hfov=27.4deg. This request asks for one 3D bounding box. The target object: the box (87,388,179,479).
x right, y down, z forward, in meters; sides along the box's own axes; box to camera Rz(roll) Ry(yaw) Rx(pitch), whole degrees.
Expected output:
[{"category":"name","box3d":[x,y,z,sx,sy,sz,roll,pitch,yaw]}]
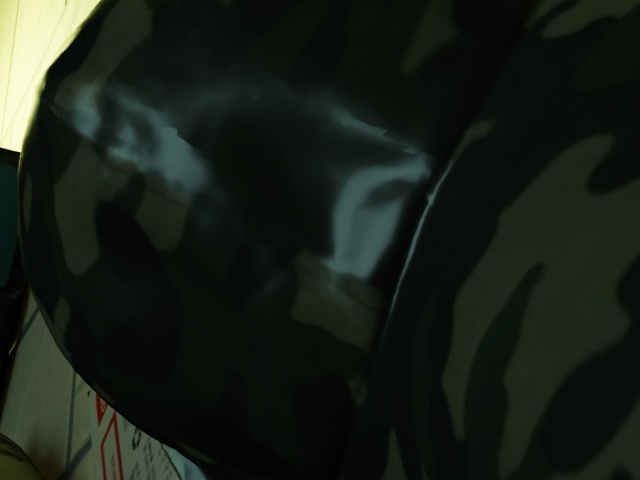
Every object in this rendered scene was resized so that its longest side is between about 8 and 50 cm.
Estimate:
[{"category":"box","box3d":[-0.088,0.125,0.760,0.229,0.050,0.123,-111,40,-53]}]

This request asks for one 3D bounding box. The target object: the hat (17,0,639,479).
[{"category":"hat","box3d":[0.000,0.000,0.461,0.382,0.257,0.366,-93,19,-79]}]

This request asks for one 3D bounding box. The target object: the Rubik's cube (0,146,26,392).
[{"category":"Rubik's cube","box3d":[-0.502,0.033,1.421,0.313,0.318,0.316,-6,72,66]}]

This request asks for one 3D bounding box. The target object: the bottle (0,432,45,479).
[{"category":"bottle","box3d":[-0.281,0.216,1.063,0.253,0.120,0.120,12,87,68]}]
